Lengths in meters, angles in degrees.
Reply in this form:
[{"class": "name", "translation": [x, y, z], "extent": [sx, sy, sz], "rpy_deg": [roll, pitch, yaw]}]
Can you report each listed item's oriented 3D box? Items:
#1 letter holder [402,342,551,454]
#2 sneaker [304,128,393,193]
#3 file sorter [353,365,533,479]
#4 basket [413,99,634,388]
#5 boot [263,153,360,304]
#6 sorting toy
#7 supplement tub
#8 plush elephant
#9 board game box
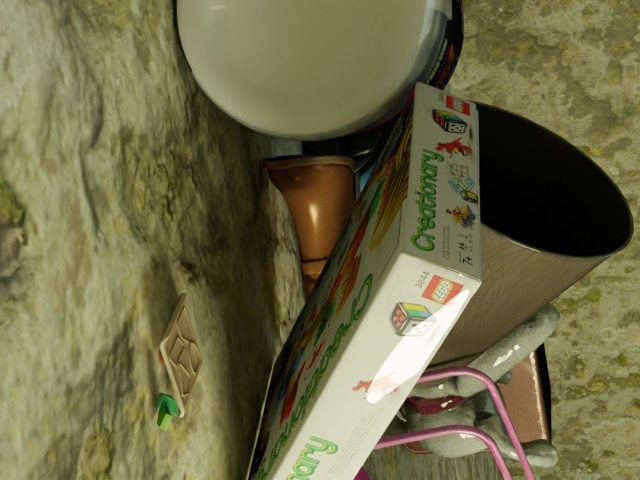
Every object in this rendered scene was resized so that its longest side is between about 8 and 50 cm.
[{"class": "letter holder", "translation": [0.189, 0.127, 1.293], "extent": [0.152, 0.214, 0.302], "rpy_deg": [-64, 144, -62]}, {"class": "sneaker", "translation": [0.047, -0.201, 1.066], "extent": [0.139, 0.125, 0.341], "rpy_deg": [46, 41, -76]}, {"class": "file sorter", "translation": [0.080, 0.275, 0.777], "extent": [0.291, 0.182, 0.202], "rpy_deg": [-79, 147, -52]}, {"class": "basket", "translation": [0.119, 0.018, 0.822], "extent": [0.227, 0.204, 0.154], "rpy_deg": [119, -12, -45]}, {"class": "boot", "translation": [0.000, 0.000, 0.900], "extent": [0.197, 0.073, 0.152], "rpy_deg": [18, 74, -67]}, {"class": "sorting toy", "translation": [-0.092, 0.079, 0.594], "extent": [0.083, 0.012, 0.062], "rpy_deg": [-78, 162, -62]}, {"class": "supplement tub", "translation": [0.018, -0.183, 0.787], "extent": [0.316, 0.193, 0.193], "rpy_deg": [-33, 115, -74]}, {"class": "plush elephant", "translation": [0.149, 0.131, 1.067], "extent": [0.330, 0.272, 0.255], "rpy_deg": [-59, 136, -21]}, {"class": "board game box", "translation": [0.023, 0.065, 0.661], "extent": [0.193, 0.053, 0.305], "rpy_deg": [-79, -168, -53]}]
